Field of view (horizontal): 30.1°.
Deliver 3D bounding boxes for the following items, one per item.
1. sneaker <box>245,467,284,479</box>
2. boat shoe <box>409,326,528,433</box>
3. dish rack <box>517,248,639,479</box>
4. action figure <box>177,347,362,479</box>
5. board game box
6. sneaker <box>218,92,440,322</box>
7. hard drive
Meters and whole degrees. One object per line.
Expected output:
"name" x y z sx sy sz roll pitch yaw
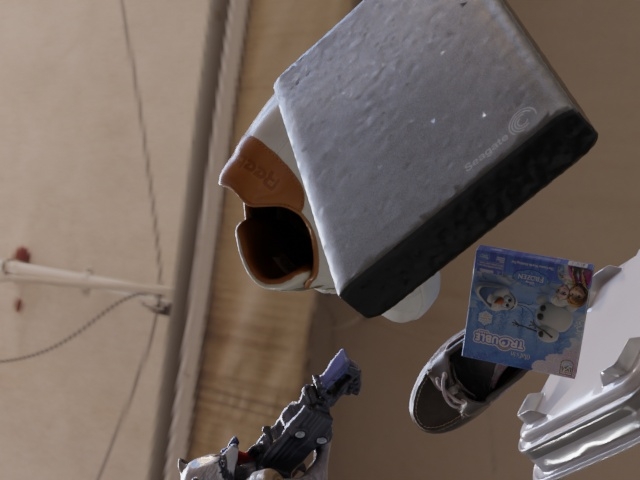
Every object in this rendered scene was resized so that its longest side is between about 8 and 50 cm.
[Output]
"sneaker" -0.082 0.361 1.117 0.099 0.153 0.282 -27 -73 -79
"boat shoe" 0.235 0.165 1.684 0.112 0.335 0.095 51 -156 11
"dish rack" 0.346 0.106 1.346 0.072 0.285 0.333 39 -124 -2
"action figure" -0.005 0.308 1.380 0.330 0.178 0.341 21 -63 -17
"board game box" 0.160 0.055 0.924 0.020 0.090 0.090 -37 -45 -67
"sneaker" 0.000 0.000 0.868 0.123 0.106 0.290 -48 -35 -11
"hard drive" 0.033 -0.046 0.418 0.094 0.135 0.022 -40 -54 17
